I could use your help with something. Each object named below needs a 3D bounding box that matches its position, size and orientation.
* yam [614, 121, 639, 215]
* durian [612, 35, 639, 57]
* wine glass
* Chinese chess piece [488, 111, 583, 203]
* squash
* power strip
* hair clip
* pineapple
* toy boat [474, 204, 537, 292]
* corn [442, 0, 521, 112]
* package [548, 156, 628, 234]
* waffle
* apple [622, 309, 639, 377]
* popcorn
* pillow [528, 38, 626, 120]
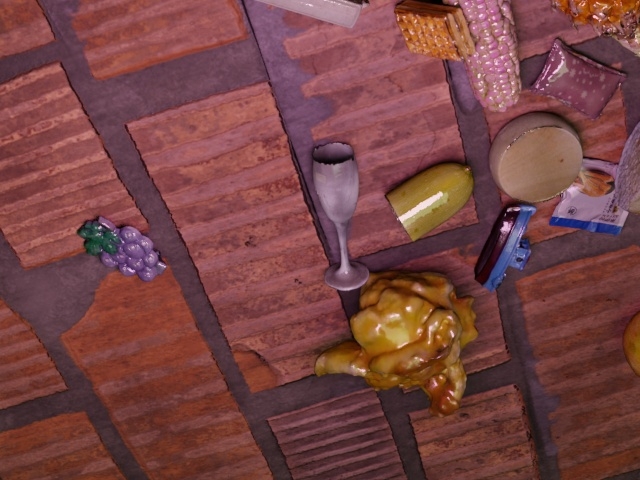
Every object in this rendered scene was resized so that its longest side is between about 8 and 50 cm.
[{"bbox_3d":[0.750,-0.140,1.917,0.271,0.201,0.202,16,146,-11],"label":"yam"},{"bbox_3d":[0.665,-0.377,1.823,0.215,0.086,0.100,18,155,-16],"label":"durian"},{"bbox_3d":[0.000,0.000,1.883,0.096,0.264,0.310,14,131,26],"label":"wine glass"},{"bbox_3d":[0.434,-0.167,1.924,0.188,0.083,0.188,-3,122,-5],"label":"Chinese chess piece"},{"bbox_3d":[0.227,-0.092,1.926,0.186,0.123,0.123,-35,123,11],"label":"squash"},{"bbox_3d":[-0.047,-0.435,1.660,0.272,0.078,0.052,13,125,-17],"label":"power strip"},{"bbox_3d":[-0.403,0.011,1.954,0.195,0.052,0.124,27,123,-17],"label":"hair clip"},{"bbox_3d":[0.544,-0.416,1.697,0.249,0.140,0.164,-10,104,-2],"label":"pineapple"},{"bbox_3d":[0.406,0.016,2.034,0.097,0.100,0.223,15,124,-7],"label":"toy boat"},{"bbox_3d":[0.298,-0.388,1.722,0.126,0.127,0.335,-21,127,7],"label":"corn"},{"bbox_3d":[0.591,-0.093,2.029,0.171,0.027,0.173,6,120,-12],"label":"package"},{"bbox_3d":[0.203,-0.375,1.702,0.042,0.148,0.102,-44,128,-17],"label":"waffle"},{"bbox_3d":[0.805,0.244,2.212,0.196,0.196,0.196,-4,126,-5],"label":"apple"},{"bbox_3d":[0.177,0.201,2.054,0.321,0.290,0.326,16,168,12],"label":"popcorn"},{"bbox_3d":[0.501,-0.306,1.853,0.185,0.043,0.118,19,118,-20],"label":"pillow"}]
